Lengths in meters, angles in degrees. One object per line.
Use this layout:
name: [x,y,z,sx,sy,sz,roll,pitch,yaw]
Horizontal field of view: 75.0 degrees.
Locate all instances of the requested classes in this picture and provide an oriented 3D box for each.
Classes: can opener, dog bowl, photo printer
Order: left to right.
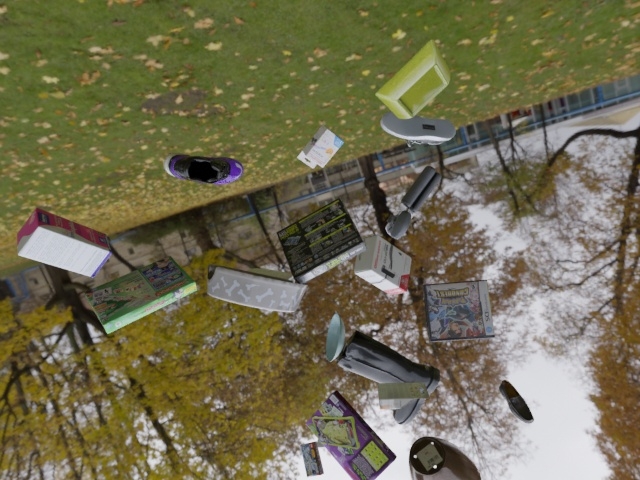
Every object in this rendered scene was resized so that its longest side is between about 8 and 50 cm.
dog bowl: [-0.223,0.163,1.425,0.350,0.102,0.349,11,175,1]
photo printer: [-0.268,0.212,1.948,0.256,0.106,0.307,7,-169,12]
can opener: [0.334,-0.126,1.462,0.283,0.076,0.095,-55,-148,3]

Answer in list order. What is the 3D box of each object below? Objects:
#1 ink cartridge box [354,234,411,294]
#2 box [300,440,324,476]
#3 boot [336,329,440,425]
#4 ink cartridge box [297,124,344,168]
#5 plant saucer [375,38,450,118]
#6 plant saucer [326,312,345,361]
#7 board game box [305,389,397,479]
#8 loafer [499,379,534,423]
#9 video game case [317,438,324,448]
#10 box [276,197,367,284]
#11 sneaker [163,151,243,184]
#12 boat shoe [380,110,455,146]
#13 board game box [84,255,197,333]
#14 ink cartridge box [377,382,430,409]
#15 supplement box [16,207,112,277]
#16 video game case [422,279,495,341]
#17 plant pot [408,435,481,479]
ink cartridge box: [0.310,0.122,2.051,0.114,0.273,0.196,-19,-132,48]
box: [-0.039,0.986,1.881,0.027,0.136,0.094,8,148,-44]
boot: [0.278,0.657,1.978,0.446,0.366,0.146,23,-159,-6]
ink cartridge box: [-0.001,-0.385,1.769,0.181,0.104,0.061,-49,-142,17]
plant saucer: [0.264,-0.412,1.121,0.188,0.045,0.188,-41,157,20]
plant saucer: [0.066,0.393,1.685,0.038,0.194,0.195,12,-173,-11]
board game box: [0.119,0.819,1.717,0.208,0.347,0.056,-51,158,12]
loafer: [0.731,0.601,1.561,0.062,0.061,0.170,-25,-139,-7]
video game case: [0.040,0.899,1.971,0.143,0.019,0.157,-38,-156,49]
box: [0.000,0.000,1.467,0.270,0.060,0.216,-29,-125,6]
sneaker: [-0.367,-0.235,1.430,0.146,0.102,0.294,20,-162,40]
boat shoe: [0.365,-0.428,1.620,0.307,0.113,0.105,-2,168,-18]
board game box: [-0.633,0.179,1.476,0.318,0.046,0.214,-26,-138,-32]
ink cartridge box: [0.304,0.572,1.540,0.180,0.045,0.145,-1,-176,5]
supplement box: [-0.775,0.011,1.268,0.114,0.220,0.111,-50,-131,9]
video game case: [0.596,0.304,1.806,0.275,0.247,0.035,-5,170,5]
plant pot: [0.357,0.695,1.270,0.216,0.230,0.215,-19,-140,16]
